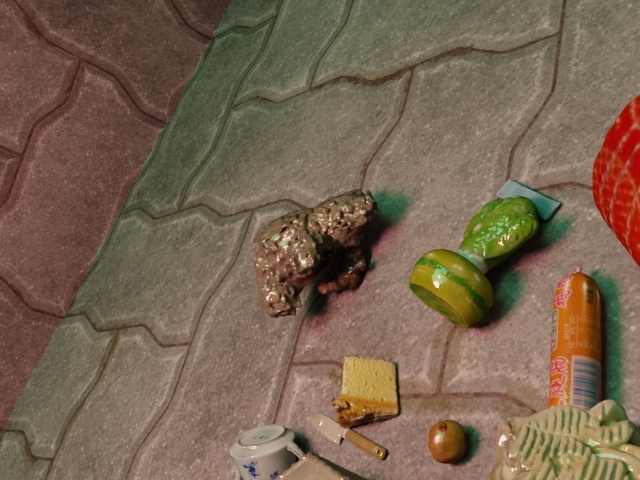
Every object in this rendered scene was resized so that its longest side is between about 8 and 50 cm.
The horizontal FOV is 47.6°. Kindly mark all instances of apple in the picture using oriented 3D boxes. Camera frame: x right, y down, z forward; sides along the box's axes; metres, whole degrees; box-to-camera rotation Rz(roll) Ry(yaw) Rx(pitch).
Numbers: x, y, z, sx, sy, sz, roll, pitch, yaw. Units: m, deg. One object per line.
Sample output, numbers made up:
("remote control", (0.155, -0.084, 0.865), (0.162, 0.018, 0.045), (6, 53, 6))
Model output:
("apple", (0.252, 0.398, 1.435), (0.071, 0.084, 0.084), (-12, 50, 21))

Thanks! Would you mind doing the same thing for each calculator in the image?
("calculator", (0.470, -0.092, 1.655), (0.057, 0.018, 0.172), (-54, 36, 1))

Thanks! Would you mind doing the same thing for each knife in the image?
("knife", (0.046, 0.448, 1.676), (0.298, 0.017, 0.047), (15, 79, 52))

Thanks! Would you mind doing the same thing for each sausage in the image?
("sausage", (0.477, 0.184, 1.353), (0.093, 0.093, 0.312), (-16, 50, 40))

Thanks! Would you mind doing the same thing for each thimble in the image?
("thimble", (0.643, -0.088, 1.194), (0.350, 0.350, 0.231), (-36, 38, 23))

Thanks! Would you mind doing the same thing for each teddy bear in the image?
("teddy bear", (0.000, 0.000, 1.905), (0.367, 0.224, 0.357), (-23, 18, 17))
("teddy bear", (0.076, 0.090, 1.905), (0.160, 0.078, 0.119), (-49, 10, -23))

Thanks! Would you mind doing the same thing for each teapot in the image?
("teapot", (-0.121, 0.525, 1.712), (0.232, 0.159, 0.159), (-9, 53, 31))

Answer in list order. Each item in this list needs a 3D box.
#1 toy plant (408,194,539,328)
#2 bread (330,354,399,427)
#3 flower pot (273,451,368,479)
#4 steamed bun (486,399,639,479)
("toy plant", (0.350, 0.022, 1.576), (0.316, 0.184, 0.224), (-50, 13, -12))
("bread", (0.106, 0.351, 1.656), (0.152, 0.127, 0.147), (0, 51, 9))
("flower pot", (0.019, 0.566, 1.459), (0.239, 0.189, 0.209), (18, 74, 53))
("steamed bun", (0.410, 0.419, 1.153), (0.280, 0.207, 0.268), (-11, 36, 4))
